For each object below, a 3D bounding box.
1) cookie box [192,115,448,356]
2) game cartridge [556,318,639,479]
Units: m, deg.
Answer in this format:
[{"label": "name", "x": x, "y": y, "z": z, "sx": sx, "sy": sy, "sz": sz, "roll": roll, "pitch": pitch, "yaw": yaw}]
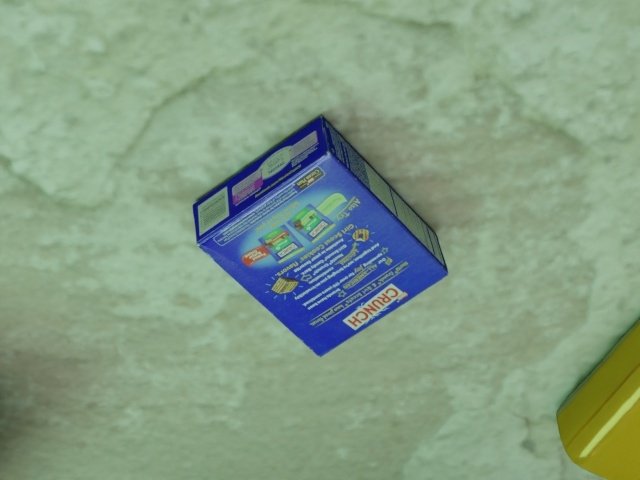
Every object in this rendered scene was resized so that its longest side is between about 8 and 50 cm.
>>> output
[{"label": "cookie box", "x": 0.000, "y": 0.000, "z": 1.032, "sx": 0.092, "sy": 0.040, "sz": 0.107, "roll": -34, "pitch": 123, "yaw": 18}, {"label": "game cartridge", "x": 0.343, "y": 0.059, "z": 1.108, "sx": 0.285, "sy": 0.052, "sz": 0.323, "roll": 25, "pitch": 122, "yaw": -23}]
